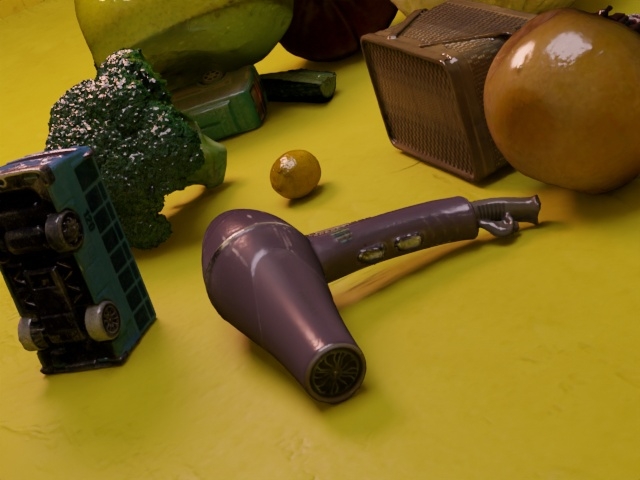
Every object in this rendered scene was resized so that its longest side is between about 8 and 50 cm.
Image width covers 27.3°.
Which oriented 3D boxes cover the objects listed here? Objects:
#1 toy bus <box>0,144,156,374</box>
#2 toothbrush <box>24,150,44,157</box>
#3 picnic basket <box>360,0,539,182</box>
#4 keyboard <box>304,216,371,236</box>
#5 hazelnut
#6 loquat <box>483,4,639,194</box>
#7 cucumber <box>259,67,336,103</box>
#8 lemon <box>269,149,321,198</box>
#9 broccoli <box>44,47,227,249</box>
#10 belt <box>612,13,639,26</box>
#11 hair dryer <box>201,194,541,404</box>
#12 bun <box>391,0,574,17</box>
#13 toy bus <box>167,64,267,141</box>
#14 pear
[{"bbox_3d":[-0.277,0.014,1.427,0.116,0.234,0.133,-9,23,24],"label":"toy bus"},{"bbox_3d":[-0.346,-0.161,2.141,0.294,0.028,0.026,-14,25,12],"label":"toothbrush"},{"bbox_3d":[0.176,-0.188,1.606,0.139,0.165,0.266,-25,24,-15],"label":"picnic basket"},{"bbox_3d":[0.000,0.000,1.516,0.129,0.015,0.049,-16,23,10],"label":"keyboard"},{"bbox_3d":[0.018,-0.405,2.166,0.229,0.229,0.229,-17,23,7],"label":"hazelnut"},{"bbox_3d":[0.270,-0.154,1.383,0.213,0.213,0.213,-17,23,7],"label":"loquat"},{"bbox_3d":[-0.043,-0.245,2.070,0.070,0.046,0.220,-31,27,-31],"label":"cucumber"},{"bbox_3d":[-0.030,-0.085,1.675,0.062,0.062,0.083,-1,31,38],"label":"lemon"},{"bbox_3d":[-0.236,-0.100,1.725,0.269,0.269,0.254,-23,66,-9],"label":"broccoli"},{"bbox_3d":[0.325,-0.252,1.778,0.232,0.053,0.071,-18,22,5],"label":"belt"},{"bbox_3d":[0.071,0.019,1.329,0.361,0.121,0.301,-20,31,-14],"label":"hair dryer"},{"bbox_3d":[0.262,-0.430,2.003,0.349,0.227,0.352,6,31,47],"label":"bun"},{"bbox_3d":[-0.211,-0.187,2.026,0.261,0.091,0.109,-18,33,7],"label":"toy bus"},{"bbox_3d":[-0.190,-0.375,2.045,0.318,0.239,0.342,-26,-11,13],"label":"pear"}]
